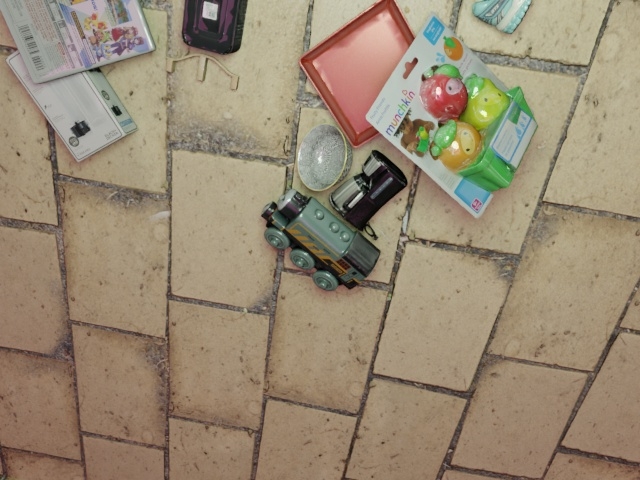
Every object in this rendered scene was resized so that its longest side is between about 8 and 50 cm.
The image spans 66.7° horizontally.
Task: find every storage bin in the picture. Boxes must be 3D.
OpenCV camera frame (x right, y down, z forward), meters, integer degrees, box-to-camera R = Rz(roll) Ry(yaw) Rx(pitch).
[{"bbox_3d":[-0.241,-0.534,1.122,0.122,0.084,0.180,15,115,-1],"label":"storage bin"}]

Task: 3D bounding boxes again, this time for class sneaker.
[{"bbox_3d":[0.411,-0.591,1.012,0.122,0.110,0.283,19,115,1],"label":"sneaker"}]

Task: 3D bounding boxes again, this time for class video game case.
[{"bbox_3d":[-0.573,-0.557,1.096,0.300,0.036,0.329,-15,109,2],"label":"video game case"}]

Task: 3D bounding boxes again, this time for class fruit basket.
[{"bbox_3d":[0.307,-0.278,1.066,0.353,0.165,0.327,40,71,-22],"label":"fruit basket"}]

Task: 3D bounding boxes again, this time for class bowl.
[{"bbox_3d":[0.027,-0.205,1.231,0.080,0.170,0.170,2,126,-45],"label":"bowl"}]

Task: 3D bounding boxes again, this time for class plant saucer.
[{"bbox_3d":[0.123,-0.396,1.166,0.258,0.047,0.259,-30,108,18],"label":"plant saucer"}]

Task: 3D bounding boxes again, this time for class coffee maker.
[{"bbox_3d":[0.140,-0.122,1.267,0.171,0.120,0.178,31,118,-34],"label":"coffee maker"}]

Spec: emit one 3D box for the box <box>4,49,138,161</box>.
[{"bbox_3d":[-0.624,-0.370,1.238,0.169,0.087,0.290,-24,110,16],"label":"box"}]

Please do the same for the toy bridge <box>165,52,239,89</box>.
[{"bbox_3d":[-0.293,-0.430,1.207,0.188,0.026,0.063,16,113,-1],"label":"toy bridge"}]

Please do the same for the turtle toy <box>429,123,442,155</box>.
[{"bbox_3d":[0.268,-0.245,1.202,0.066,0.095,0.130,7,117,29],"label":"turtle toy"}]

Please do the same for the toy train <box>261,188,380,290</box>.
[{"bbox_3d":[0.000,0.000,1.285,0.334,0.142,0.190,42,142,-11],"label":"toy train"}]
